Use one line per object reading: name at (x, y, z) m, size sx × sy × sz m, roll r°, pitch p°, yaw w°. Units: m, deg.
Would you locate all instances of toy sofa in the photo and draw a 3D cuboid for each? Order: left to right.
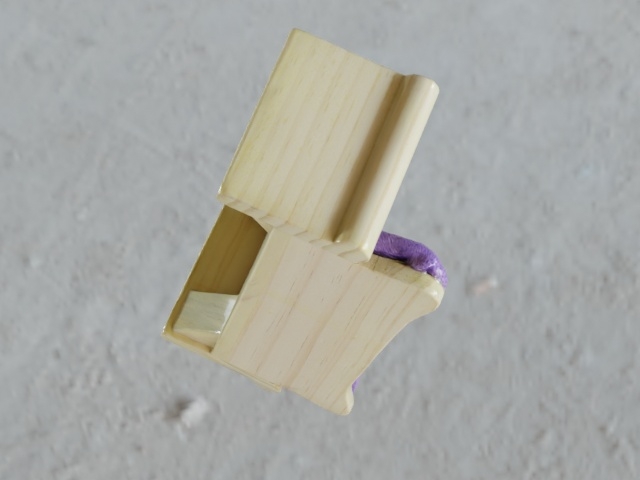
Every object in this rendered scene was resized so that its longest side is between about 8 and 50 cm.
toy sofa at (0.000, 0.000, 1.348) m, size 0.177 × 0.362 × 0.150 m, roll 24°, pitch 67°, yaw -2°
